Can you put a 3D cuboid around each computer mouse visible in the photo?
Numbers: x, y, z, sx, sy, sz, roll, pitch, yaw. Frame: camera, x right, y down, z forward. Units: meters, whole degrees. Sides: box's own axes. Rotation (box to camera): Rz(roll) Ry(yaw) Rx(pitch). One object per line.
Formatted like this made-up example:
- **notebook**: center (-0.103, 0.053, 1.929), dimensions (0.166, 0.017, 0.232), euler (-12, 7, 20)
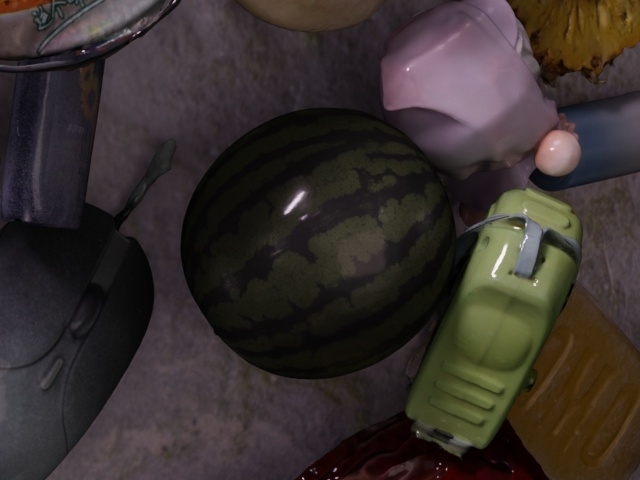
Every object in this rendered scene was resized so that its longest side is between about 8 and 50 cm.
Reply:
- **computer mouse**: center (-0.209, 0.077, 1.093), dimensions (0.379, 0.090, 0.167), euler (-55, 129, -12)

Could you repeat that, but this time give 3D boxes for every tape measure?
- **tape measure**: center (0.141, 0.044, 1.195), dimensions (0.175, 0.106, 0.200), euler (-62, 172, -57)

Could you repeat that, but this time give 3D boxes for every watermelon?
- **watermelon**: center (0.000, 0.000, 1.145), dimensions (0.212, 0.212, 0.212), euler (-12, 111, -34)

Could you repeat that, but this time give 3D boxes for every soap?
- **soap**: center (0.215, 0.138, 1.429), dimensions (0.274, 0.089, 0.173), euler (43, 77, -39)

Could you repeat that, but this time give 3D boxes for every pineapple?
- **pineapple**: center (0.224, -0.198, 1.334), dimensions (0.233, 0.079, 0.135), euler (-26, 121, -29)

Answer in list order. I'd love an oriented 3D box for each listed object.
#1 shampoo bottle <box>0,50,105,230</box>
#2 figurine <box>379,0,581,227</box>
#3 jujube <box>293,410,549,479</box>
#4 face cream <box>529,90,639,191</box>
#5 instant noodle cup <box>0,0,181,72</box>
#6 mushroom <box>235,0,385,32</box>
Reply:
- **shampoo bottle**: center (-0.180, -0.125, 1.047), dimensions (0.087, 0.049, 0.234), euler (14, 84, -74)
- **figurine**: center (0.128, -0.102, 1.244), dimensions (0.133, 0.200, 0.276), euler (-41, 152, -1)
- **jujube**: center (0.040, 0.305, 1.254), dimensions (0.376, 0.258, 0.258), euler (-32, 122, -10)
- **face cream**: center (0.303, -0.104, 1.424), dimensions (0.250, 0.077, 0.077), euler (-14, 113, -34)
- **instant noodle cup**: center (-0.217, -0.261, 0.894), dimensions (0.296, 0.214, 0.296), euler (-13, 112, -34)
- **mushroom**: center (0.012, -0.266, 1.078), dimensions (0.246, 0.202, 0.246), euler (-22, 127, -32)
